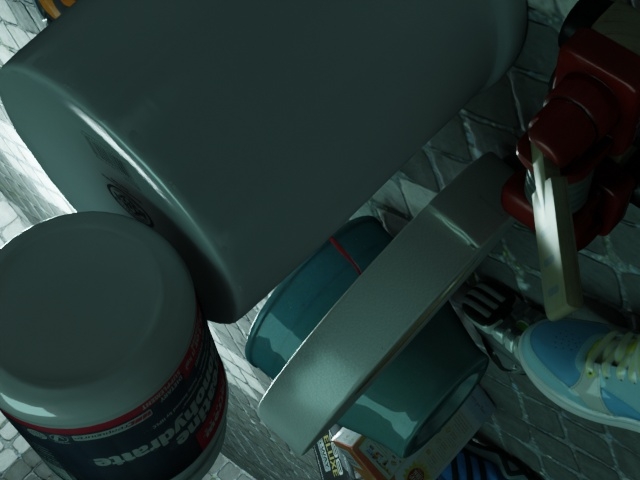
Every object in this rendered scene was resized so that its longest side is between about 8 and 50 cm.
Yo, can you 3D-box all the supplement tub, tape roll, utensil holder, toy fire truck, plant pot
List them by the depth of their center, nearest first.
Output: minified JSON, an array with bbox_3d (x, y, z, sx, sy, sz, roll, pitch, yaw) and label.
[{"bbox_3d":[0.214,-0.046,0.915,0.158,0.246,0.217,37,158,22],"label":"toy fire truck"},{"bbox_3d":[-0.186,0.117,0.969,0.191,0.191,0.272,36,159,23],"label":"supplement tub"},{"bbox_3d":[-0.053,-0.158,1.016,0.327,0.385,0.327,38,160,17],"label":"utensil holder"},{"bbox_3d":[0.084,0.070,1.187,0.072,0.392,0.392,42,159,9],"label":"tape roll"},{"bbox_3d":[0.080,0.149,1.488,0.255,0.271,0.272,41,160,20],"label":"plant pot"}]

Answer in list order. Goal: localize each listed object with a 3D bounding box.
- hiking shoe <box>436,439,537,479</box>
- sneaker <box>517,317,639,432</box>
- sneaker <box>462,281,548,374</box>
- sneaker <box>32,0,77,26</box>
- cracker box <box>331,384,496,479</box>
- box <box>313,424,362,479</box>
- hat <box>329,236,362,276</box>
[{"bbox_3d":[0.258,0.411,1.870,0.304,0.132,0.113,37,159,21],"label":"hiking shoe"},{"bbox_3d":[0.352,0.120,1.154,0.319,0.127,0.208,20,152,30],"label":"sneaker"},{"bbox_3d":[0.287,0.152,1.414,0.228,0.086,0.132,43,167,36],"label":"sneaker"},{"bbox_3d":[-0.250,-0.281,1.451,0.321,0.124,0.180,44,161,-13],"label":"sneaker"},{"bbox_3d":[0.149,0.286,1.695,0.156,0.232,0.067,54,159,-21],"label":"cracker box"},{"bbox_3d":[0.025,0.281,1.951,0.242,0.076,0.307,129,126,-70],"label":"box"},{"bbox_3d":[-0.015,-0.069,1.337,0.208,0.173,0.183,20,-165,-10],"label":"hat"}]
